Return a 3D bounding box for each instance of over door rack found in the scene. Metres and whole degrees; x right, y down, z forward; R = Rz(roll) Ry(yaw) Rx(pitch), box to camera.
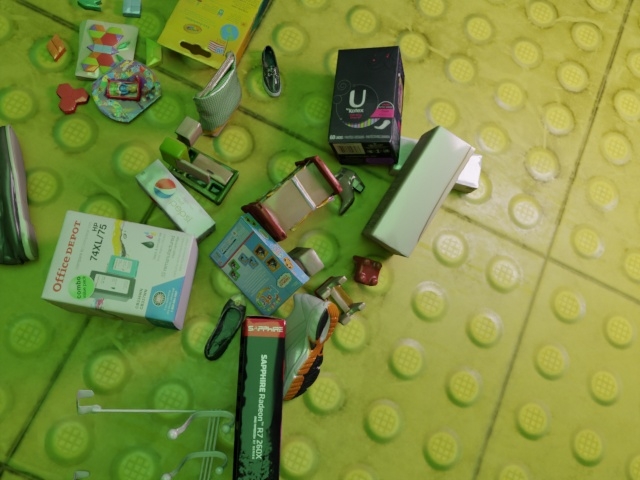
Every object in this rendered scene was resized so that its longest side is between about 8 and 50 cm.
[{"bbox_3d":[-0.357,0.456,1.130,0.324,0.108,0.239,10,109,-7],"label":"over door rack"}]

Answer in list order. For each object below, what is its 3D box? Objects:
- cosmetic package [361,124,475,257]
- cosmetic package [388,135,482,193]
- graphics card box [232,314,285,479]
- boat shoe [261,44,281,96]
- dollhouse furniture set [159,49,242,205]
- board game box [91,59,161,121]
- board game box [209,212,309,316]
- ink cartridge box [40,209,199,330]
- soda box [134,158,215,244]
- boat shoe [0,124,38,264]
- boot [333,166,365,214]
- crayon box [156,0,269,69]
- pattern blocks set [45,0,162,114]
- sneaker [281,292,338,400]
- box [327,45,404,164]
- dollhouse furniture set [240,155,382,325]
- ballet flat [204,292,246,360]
[{"bbox_3d":[0.236,-0.118,1.356,0.113,0.160,0.309,31,90,-5],"label":"cosmetic package"},{"bbox_3d":[0.311,-0.204,1.479,0.239,0.060,0.098,13,79,-6],"label":"cosmetic package"},{"bbox_3d":[-0.136,0.359,1.179,0.094,0.233,0.370,5,75,-9],"label":"graphics card box"},{"bbox_3d":[-0.136,-0.460,1.477,0.049,0.040,0.142,-9,78,-12],"label":"boat shoe"},{"bbox_3d":[-0.235,-0.270,1.333,0.151,0.197,0.301,30,74,0],"label":"dollhouse furniture set"},{"bbox_3d":[-0.493,-0.388,1.381,0.133,0.033,0.168,46,74,-3],"label":"board game box"},{"bbox_3d":[-0.149,0.063,1.295,0.211,0.160,0.039,48,34,4],"label":"board game box"},{"bbox_3d":[-0.430,0.075,1.216,0.270,0.197,0.198,11,75,-6],"label":"ink cartridge box"},{"bbox_3d":[-0.354,-0.091,1.337,0.074,0.069,0.216,-41,86,-16],"label":"soda box"},{"bbox_3d":[-0.732,-0.106,1.255,0.096,0.112,0.335,-11,82,-17],"label":"boat shoe"},{"bbox_3d":[0.058,-0.134,1.434,0.087,0.042,0.118,37,72,7],"label":"boot"},{"bbox_3d":[-0.281,-0.599,1.466,0.202,0.081,0.318,23,73,-3],"label":"crayon box"},{"bbox_3d":[-0.561,-0.491,1.422,0.286,0.026,0.324,-9,78,-12],"label":"pattern blocks set"},{"bbox_3d":[-0.054,0.247,1.291,0.121,0.099,0.262,26,96,34],"label":"sneaker"},{"bbox_3d":[0.124,-0.347,1.416,0.165,0.143,0.270,2,74,16],"label":"box"},{"bbox_3d":[0.000,0.000,1.355,0.201,0.152,0.374,-40,103,-16],"label":"dollhouse furniture set"},{"bbox_3d":[-0.222,0.206,1.296,0.058,0.049,0.173,25,74,-4],"label":"ballet flat"}]
